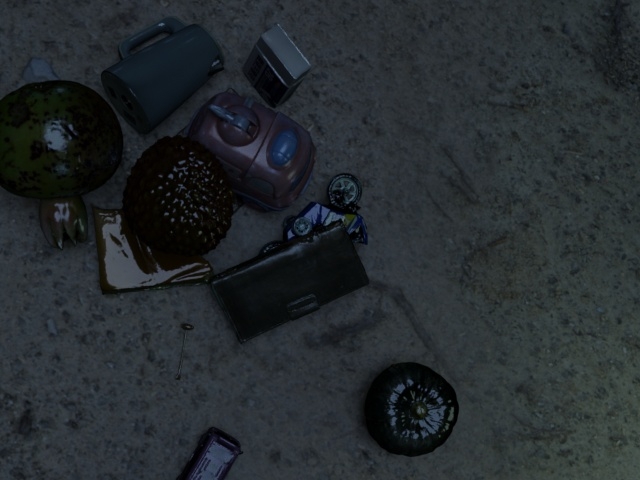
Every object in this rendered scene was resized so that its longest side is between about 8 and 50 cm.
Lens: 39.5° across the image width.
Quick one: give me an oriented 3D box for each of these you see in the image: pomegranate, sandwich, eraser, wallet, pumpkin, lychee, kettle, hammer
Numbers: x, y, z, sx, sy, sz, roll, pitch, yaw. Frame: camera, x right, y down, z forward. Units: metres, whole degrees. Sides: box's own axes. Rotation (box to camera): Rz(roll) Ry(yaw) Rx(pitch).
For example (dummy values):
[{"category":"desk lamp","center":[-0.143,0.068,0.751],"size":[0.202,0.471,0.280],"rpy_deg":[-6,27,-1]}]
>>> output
[{"category":"pomegranate","center":[-0.532,-0.150,1.815],"size":[0.285,0.285,0.340],"rpy_deg":[-10,109,-15]},{"category":"sandwich","center":[-0.359,0.000,1.922],"size":[0.245,0.063,0.212],"rpy_deg":[-6,84,-15]},{"category":"eraser","center":[-0.098,-0.381,1.969],"size":[0.068,0.210,0.124],"rpy_deg":[-37,92,-17]},{"category":"wallet","center":[-0.066,0.088,1.928],"size":[0.317,0.044,0.169],"rpy_deg":[-25,105,-1]},{"category":"pumpkin","center":[0.200,0.372,1.962],"size":[0.212,0.152,0.211],"rpy_deg":[-2,97,-20]},{"category":"lychee","center":[-0.283,-0.088,1.801],"size":[0.236,0.271,0.235],"rpy_deg":[7,52,-9]},{"category":"kettle","center":[-0.354,-0.380,1.955],"size":[0.211,0.160,0.243],"rpy_deg":[37,65,23]},{"category":"hammer","center":[-0.298,0.241,1.931],"size":[0.029,0.014,0.122],"rpy_deg":[10,82,-4]}]

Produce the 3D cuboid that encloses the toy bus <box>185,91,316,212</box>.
[{"category":"toy bus","center":[-0.143,-0.200,1.914],"size":[0.294,0.232,0.197],"rpy_deg":[29,76,-8]}]

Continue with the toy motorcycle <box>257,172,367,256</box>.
[{"category":"toy motorcycle","center":[0.000,0.000,1.993],"size":[0.315,0.113,0.169],"rpy_deg":[-46,104,-7]}]

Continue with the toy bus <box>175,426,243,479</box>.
[{"category":"toy bus","center":[-0.238,0.485,1.864],"size":[0.087,0.098,0.178],"rpy_deg":[32,75,-7]}]

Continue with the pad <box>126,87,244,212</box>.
[{"category":"pad","center":[-0.242,-0.165,2.007],"size":[0.220,0.004,0.330],"rpy_deg":[46,74,-4]}]
